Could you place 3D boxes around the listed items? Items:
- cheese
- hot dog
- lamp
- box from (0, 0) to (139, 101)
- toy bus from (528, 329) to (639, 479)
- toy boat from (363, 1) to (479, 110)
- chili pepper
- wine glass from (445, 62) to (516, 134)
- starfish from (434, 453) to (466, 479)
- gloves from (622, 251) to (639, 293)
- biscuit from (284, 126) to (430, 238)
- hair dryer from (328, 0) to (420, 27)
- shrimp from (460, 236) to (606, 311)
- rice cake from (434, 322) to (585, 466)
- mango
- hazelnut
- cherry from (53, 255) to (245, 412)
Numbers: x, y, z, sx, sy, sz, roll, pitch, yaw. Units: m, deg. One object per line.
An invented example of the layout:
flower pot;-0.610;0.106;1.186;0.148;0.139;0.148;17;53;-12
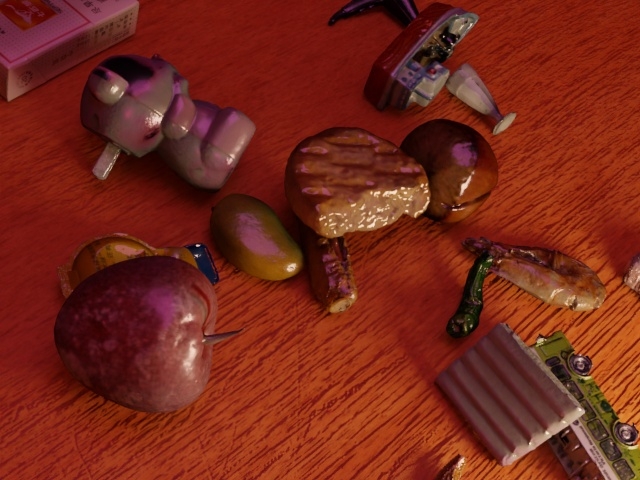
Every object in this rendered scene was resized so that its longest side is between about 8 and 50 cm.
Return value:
cheese;-0.301;0.054;1.780;0.270;0.069;0.177;-8;57;-27
hot dog;-0.001;0.001;1.911;0.068;0.083;0.289;23;39;-44
lamp;-0.293;-0.193;1.910;0.301;0.247;0.247;29;89;-9
box;-0.544;-0.427;2.060;0.210;0.095;0.330;40;51;14
toy bus;0.427;0.308;1.797;0.139;0.113;0.302;-18;62;-24
toy boat;0.235;-0.394;2.254;0.133;0.145;0.332;35;57;10
chili pepper;0.273;0.108;1.923;0.050;0.073;0.182;9;53;19
wine glass;0.342;-0.300;2.268;0.073;0.073;0.155;-30;70;-34
starfish;0.190;0.438;1.660;0.240;0.043;0.227;6;51;-10
gloves;0.661;0.078;2.066;0.144;0.094;0.110;17;38;5
biscuit;0.055;-0.107;1.917;0.274;0.091;0.213;-11;54;-27
hair dryer;0.115;-0.507;2.373;0.219;0.075;0.195;-25;73;-21
shrimp;0.404;0.049;2.025;0.294;0.062;0.154;23;37;-3
rice cake;0.307;0.255;1.765;0.037;0.189;0.198;9;44;-57
mango;-0.117;-0.004;1.874;0.122;0.085;0.191;-25;63;-36
hazelnut;0.252;-0.133;2.045;0.208;0.208;0.208;9;51;-11
cherry;-0.256;0.144;1.626;0.285;0.213;0.236;-3;70;0
